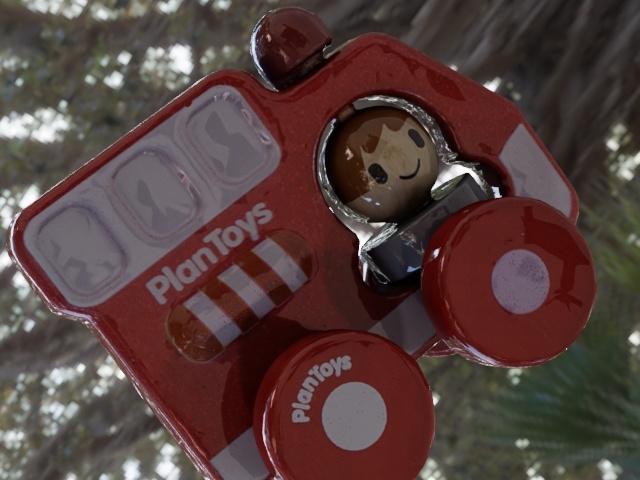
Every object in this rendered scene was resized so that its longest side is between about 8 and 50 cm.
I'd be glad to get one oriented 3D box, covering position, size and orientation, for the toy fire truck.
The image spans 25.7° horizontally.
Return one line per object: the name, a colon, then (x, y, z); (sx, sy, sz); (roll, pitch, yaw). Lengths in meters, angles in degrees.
toy fire truck: (0.000, 0.000, 0.844); (0.254, 0.302, 0.169); (53, 167, -9)
